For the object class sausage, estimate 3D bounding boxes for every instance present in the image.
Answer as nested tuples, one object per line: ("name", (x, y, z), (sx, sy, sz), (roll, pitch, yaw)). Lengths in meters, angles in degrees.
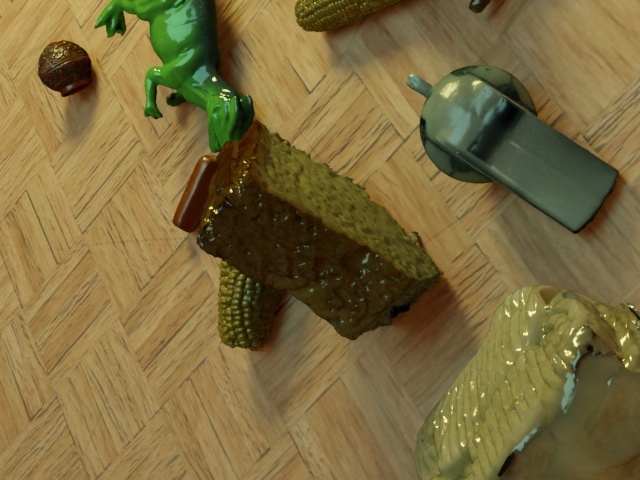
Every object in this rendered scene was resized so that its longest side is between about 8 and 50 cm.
("sausage", (-0.198, -0.078, 1.981), (0.131, 0.041, 0.039), (-66, 25, 6))

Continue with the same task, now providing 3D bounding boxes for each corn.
("corn", (0.058, -0.366, 1.804), (0.238, 0.080, 0.080), (-16, 68, 37))
("corn", (-0.097, 0.008, 1.828), (0.101, 0.101, 0.310), (9, 84, 43))

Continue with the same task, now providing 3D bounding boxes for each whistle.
("whistle", (0.229, -0.127, 1.562), (0.290, 0.163, 0.163), (35, 106, 3))

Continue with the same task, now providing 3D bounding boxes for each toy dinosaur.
("toy dinosaur", (-0.201, -0.419, 1.977), (0.374, 0.144, 0.500), (33, 117, 41))

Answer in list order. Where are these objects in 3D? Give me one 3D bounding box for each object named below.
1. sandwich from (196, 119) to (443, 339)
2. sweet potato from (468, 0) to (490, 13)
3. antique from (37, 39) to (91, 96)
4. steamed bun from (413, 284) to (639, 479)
("sandwich", (0.000, 0.000, 1.619), (0.131, 0.325, 0.262), (-54, 14, 17))
("sweet potato", (0.248, -0.480, 1.646), (0.112, 0.112, 0.359), (17, 94, 43))
("antique", (-0.469, -0.318, 2.250), (0.104, 0.104, 0.104), (-13, 70, 39))
("steamed bun", (0.277, 0.227, 1.342), (0.394, 0.237, 0.346), (-45, 22, 61))
